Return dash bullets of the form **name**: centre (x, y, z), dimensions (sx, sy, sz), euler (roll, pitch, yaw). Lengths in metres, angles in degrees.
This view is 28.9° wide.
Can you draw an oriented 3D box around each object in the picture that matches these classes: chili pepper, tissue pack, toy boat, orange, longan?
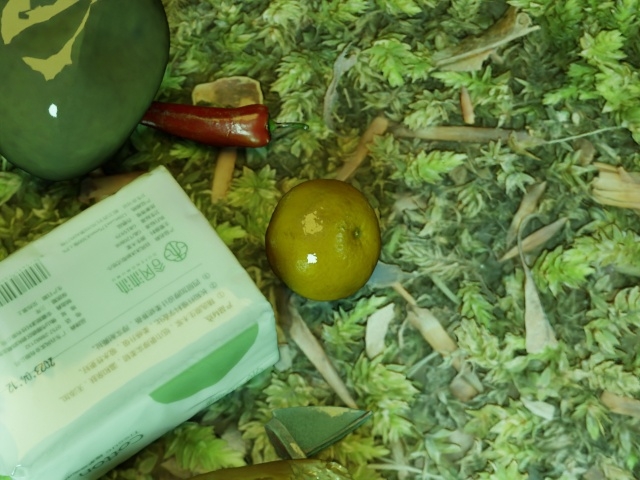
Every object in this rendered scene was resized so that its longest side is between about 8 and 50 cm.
- **chili pepper**: centre (-0.148, -0.162, 1.718), dimensions (0.272, 0.071, 0.063), euler (6, 100, 10)
- **tissue pack**: centre (-0.262, 0.116, 1.482), dimensions (0.356, 0.194, 0.266), euler (-32, 66, -15)
- **toy boat**: centre (0.001, 0.227, 1.519), dimensions (0.122, 0.034, 0.096), euler (-27, 64, -24)
- **orange**: centre (0.000, 0.000, 1.581), dimensions (0.136, 0.159, 0.159), euler (-8, 50, 43)
- **longan**: centre (-0.342, -0.249, 1.642), dimensions (0.288, 0.288, 0.350), euler (4, 68, 2)

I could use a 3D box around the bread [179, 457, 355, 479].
- **bread**: centre (-0.121, 0.329, 1.365), dimensions (0.344, 0.195, 0.148), euler (-12, 81, -7)
